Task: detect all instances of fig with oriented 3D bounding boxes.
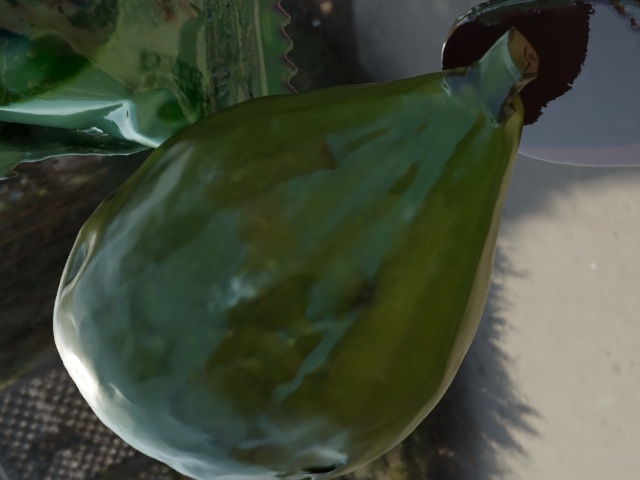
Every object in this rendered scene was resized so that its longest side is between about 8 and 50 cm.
[{"bbox_3d":[-0.003,0.029,0.628,0.314,0.233,0.233,-9,110,50],"label":"fig"}]

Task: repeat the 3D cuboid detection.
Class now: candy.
[{"bbox_3d":[-0.209,-0.179,0.902,0.172,0.398,0.262,151,115,-70],"label":"candy"}]

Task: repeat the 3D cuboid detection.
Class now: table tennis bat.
[{"bbox_3d":[0.170,-0.084,0.578,0.234,0.022,0.131,0,142,38],"label":"table tennis bat"}]
